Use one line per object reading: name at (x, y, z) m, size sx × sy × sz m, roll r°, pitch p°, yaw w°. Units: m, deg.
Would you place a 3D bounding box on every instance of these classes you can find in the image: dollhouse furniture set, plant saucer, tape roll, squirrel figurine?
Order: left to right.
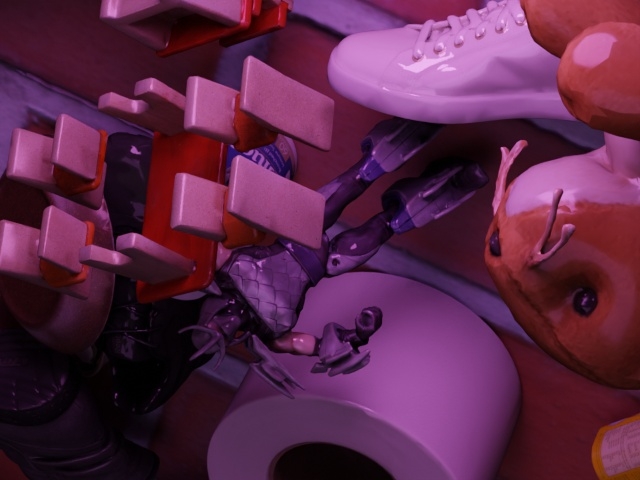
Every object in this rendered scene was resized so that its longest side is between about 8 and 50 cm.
plant saucer at (-0.247, 0.006, 1.718) m, size 0.198 × 0.036 × 0.198 m, roll 15°, pitch 109°, yaw 51°
dollhouse furniture set at (-0.098, -0.081, 1.447) m, size 0.262 × 0.259 × 0.135 m, roll -13°, pitch 154°, yaw 42°
tape roll at (0.041, 0.172, 1.717) m, size 0.246 × 0.169 × 0.246 m, roll 12°, pitch 132°, yaw 14°
squirrel figurine at (0.304, -0.056, 1.283) m, size 0.397 × 0.281 × 0.370 m, roll 17°, pitch 105°, yaw -26°

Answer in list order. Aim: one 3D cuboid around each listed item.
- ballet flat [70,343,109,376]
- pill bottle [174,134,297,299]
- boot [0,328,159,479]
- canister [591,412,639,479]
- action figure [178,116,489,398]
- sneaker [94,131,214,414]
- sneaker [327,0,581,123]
ballet flat at (-0.215, 0.061, 1.821) m, size 0.057 × 0.052 × 0.168 m, roll 12°, pitch 132°, yaw 15°
pill bottle at (-0.089, -0.030, 1.604) m, size 0.094 × 0.169 × 0.094 m, roll 13°, pitch 132°, yaw 14°
boot at (-0.337, 0.164, 1.923) m, size 0.338 × 0.118 × 0.223 m, roll 19°, pitch 155°, yaw 33°
canister at (0.334, 0.187, 1.662) m, size 0.170 × 0.073 × 0.126 m, roll -27°, pitch 113°, yaw 40°
action figure at (0.000, 0.000, 1.517) m, size 0.185 × 0.285 × 0.099 m, roll 56°, pitch 160°, yaw -19°
sneaker at (-0.154, 0.036, 1.720) m, size 0.109 × 0.130 × 0.286 m, roll 8°, pitch 130°, yaw 21°
sneaker at (0.147, -0.157, 1.446) m, size 0.290 × 0.106 × 0.123 m, roll 3°, pitch 123°, yaw 11°
